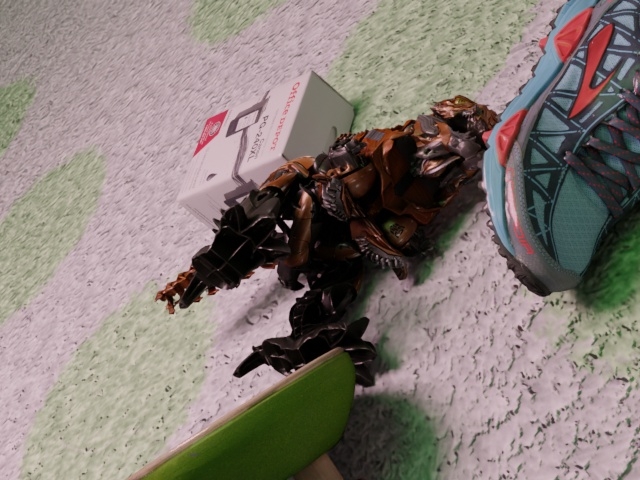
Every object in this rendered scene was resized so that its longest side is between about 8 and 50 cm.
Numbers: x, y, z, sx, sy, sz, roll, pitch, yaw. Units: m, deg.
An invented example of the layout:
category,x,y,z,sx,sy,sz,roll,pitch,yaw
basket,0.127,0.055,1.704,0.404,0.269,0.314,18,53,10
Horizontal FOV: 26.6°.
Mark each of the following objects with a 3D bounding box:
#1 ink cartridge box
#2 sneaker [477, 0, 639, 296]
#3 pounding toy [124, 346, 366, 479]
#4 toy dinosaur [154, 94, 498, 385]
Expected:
category,x,y,z,sx,sy,sz,roll,pitch,yaw
ink cartridge box,-0.052,-0.082,1.269,0.150,0.063,0.109,-20,41,41
sneaker,0.194,-0.083,0.900,0.125,0.104,0.262,-8,50,47
pounding toy,-0.055,0.178,0.920,0.237,0.110,0.183,-30,-6,-22
toy dinosaur,0.000,0.000,1.072,0.322,0.164,0.218,-50,9,38
